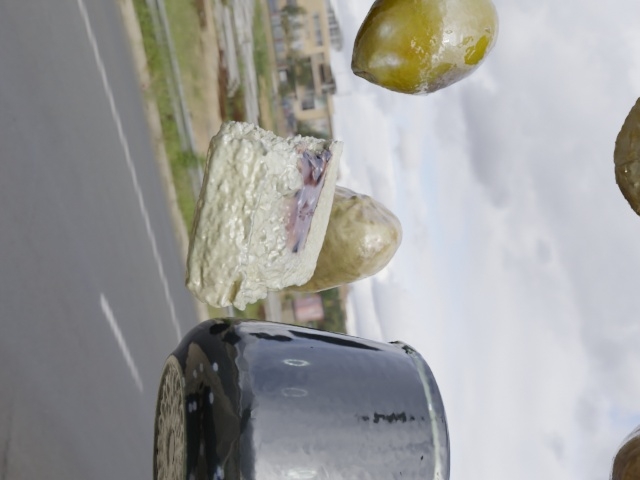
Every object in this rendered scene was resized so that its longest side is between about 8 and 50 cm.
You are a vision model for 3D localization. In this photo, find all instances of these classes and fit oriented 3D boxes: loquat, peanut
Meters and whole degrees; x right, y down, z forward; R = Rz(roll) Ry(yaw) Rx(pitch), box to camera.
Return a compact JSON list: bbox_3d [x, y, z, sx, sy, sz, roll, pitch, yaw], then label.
[{"bbox_3d":[0.122,-0.244,1.046,0.152,0.195,0.152,48,-16,19],"label":"loquat"},{"bbox_3d":[0.000,0.000,1.176,0.253,0.122,0.137,-22,-100,47],"label":"peanut"}]

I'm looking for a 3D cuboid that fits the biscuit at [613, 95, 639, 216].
[{"bbox_3d":[0.460,-0.110,1.077,0.219,0.033,0.220,-10,-104,47],"label":"biscuit"}]

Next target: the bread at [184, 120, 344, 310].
[{"bbox_3d":[-0.021,-0.010,0.353,0.083,0.035,0.070,-7,112,-68],"label":"bread"}]

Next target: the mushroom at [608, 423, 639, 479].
[{"bbox_3d":[0.441,0.301,1.027,0.195,0.263,0.283,12,-77,54],"label":"mushroom"}]

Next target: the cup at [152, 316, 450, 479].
[{"bbox_3d":[-0.019,0.160,0.578,0.169,0.176,0.223,-133,-131,-61],"label":"cup"}]
